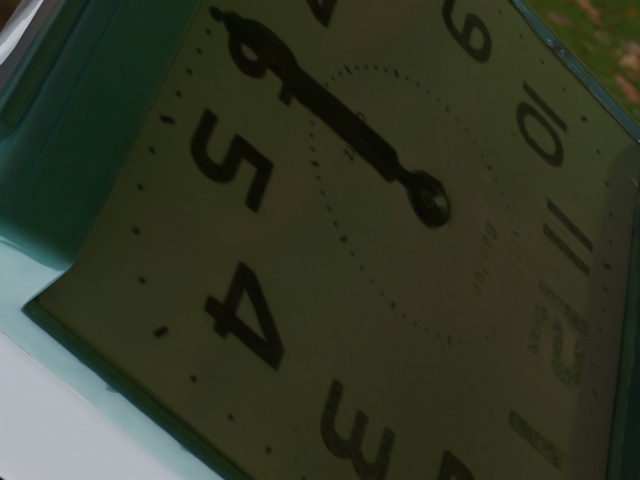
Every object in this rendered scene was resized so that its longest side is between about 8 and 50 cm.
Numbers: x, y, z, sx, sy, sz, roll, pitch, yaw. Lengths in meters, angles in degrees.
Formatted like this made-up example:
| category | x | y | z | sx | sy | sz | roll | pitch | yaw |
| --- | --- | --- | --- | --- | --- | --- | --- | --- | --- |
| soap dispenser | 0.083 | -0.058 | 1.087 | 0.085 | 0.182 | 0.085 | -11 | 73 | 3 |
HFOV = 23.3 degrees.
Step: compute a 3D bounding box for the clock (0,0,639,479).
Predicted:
| category | x | y | z | sx | sy | sz | roll | pitch | yaw |
| --- | --- | --- | --- | --- | --- | --- | --- | --- | --- |
| clock | 0.000 | 0.000 | 0.469 | 0.231 | 0.116 | 0.262 | 41 | -139 | -21 |
